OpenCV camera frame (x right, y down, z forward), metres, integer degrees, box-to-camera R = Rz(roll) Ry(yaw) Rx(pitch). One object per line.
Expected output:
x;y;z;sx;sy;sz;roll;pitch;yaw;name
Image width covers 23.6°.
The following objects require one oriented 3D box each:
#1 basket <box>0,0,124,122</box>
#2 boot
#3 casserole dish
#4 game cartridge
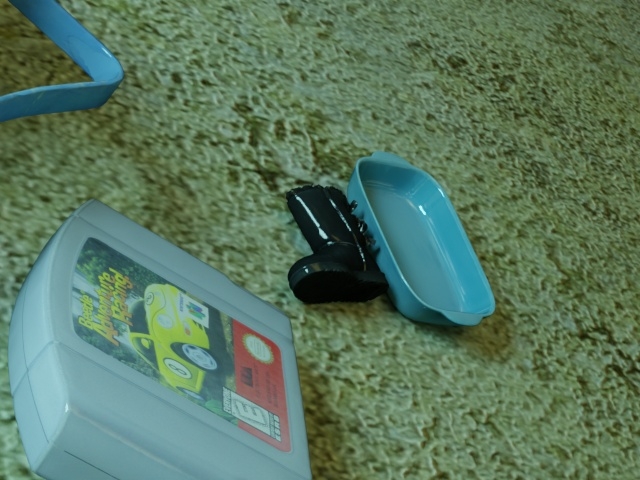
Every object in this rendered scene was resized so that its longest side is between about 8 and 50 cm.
-0.278;-0.182;0.988;0.289;0.201;0.255;42;20;9;basket
0.000;0.000;1.240;0.121;0.045;0.099;7;50;-52;boot
0.082;0.005;1.329;0.114;0.037;0.188;9;48;-42;casserole dish
-0.101;0.080;0.971;0.196;0.060;0.294;28;20;-17;game cartridge
